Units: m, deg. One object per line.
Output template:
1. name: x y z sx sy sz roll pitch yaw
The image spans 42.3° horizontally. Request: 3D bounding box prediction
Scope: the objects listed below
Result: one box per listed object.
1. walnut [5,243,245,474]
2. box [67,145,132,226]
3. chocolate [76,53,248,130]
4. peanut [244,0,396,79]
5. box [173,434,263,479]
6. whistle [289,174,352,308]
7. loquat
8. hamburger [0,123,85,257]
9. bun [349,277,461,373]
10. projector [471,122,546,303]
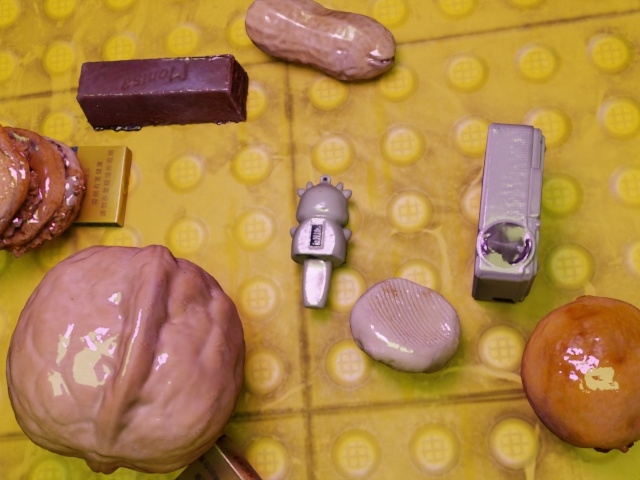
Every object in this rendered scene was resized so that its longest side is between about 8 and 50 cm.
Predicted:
1. walnut: -0.294 0.178 1.290 0.381 0.381 0.381 -3 74 9
2. box: -0.501 -0.103 1.570 0.279 0.041 0.153 1 75 9
3. chocolate: -0.303 -0.282 1.551 0.321 0.112 0.111 -1 71 9
4. peanut: 0.000 -0.375 1.525 0.290 0.130 0.130 21 78 12
5. box: -0.194 0.449 1.317 0.240 0.071 0.159 -45 74 10
6. whistle: 0.000 0.000 1.429 0.110 0.092 0.244 1 73 8
7. loquat: 0.416 0.200 1.249 0.238 0.193 0.238 0 74 2
8. hamburger: -0.549 -0.091 1.443 0.261 0.211 0.245 -3 83 14
9. bun: 0.136 0.150 1.357 0.183 0.102 0.183 7 44 -7
10. projector: 0.305 -0.039 1.337 0.099 0.192 0.256 5 75 12
